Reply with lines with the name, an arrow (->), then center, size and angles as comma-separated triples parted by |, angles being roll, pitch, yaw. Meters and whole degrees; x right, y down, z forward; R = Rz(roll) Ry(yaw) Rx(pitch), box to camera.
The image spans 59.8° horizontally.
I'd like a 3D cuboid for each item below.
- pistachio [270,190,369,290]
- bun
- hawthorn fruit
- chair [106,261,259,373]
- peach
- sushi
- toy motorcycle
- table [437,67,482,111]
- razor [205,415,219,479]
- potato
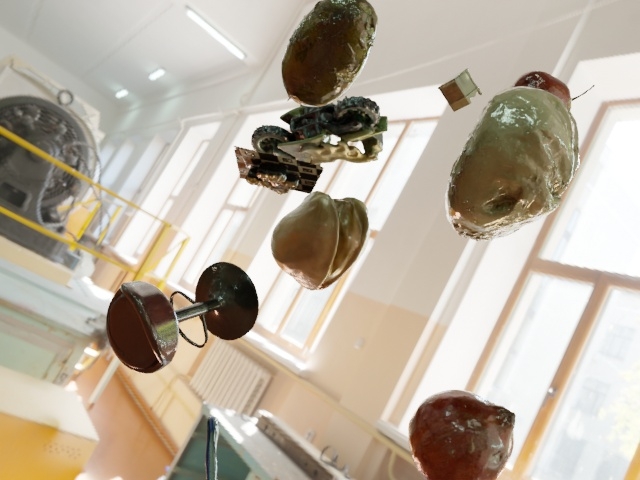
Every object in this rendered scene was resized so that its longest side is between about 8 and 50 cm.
pistachio -> 0.000, 0.000, 1.429 | 0.229, 0.238, 0.321 | 1, -27, -29
bun -> 0.415, -0.156, 1.210 | 0.234, 0.326, 0.362 | 23, -49, 11
hawthorn fruit -> 0.566, -0.340, 1.392 | 0.203, 0.163, 0.162 | 1, -5, -10
chair -> -0.353, 0.185, 1.373 | 0.226, 0.226, 0.401 | 25, 16, 24
peach -> 0.339, 0.460, 1.297 | 0.232, 0.232, 0.256 | 31, -54, -26
sushi -> -0.099, -0.132, 1.225 | 0.192, 0.040, 0.210 | 12, -13, -4
toy motorcycle -> 0.007, -0.295, 1.598 | 0.410, 0.169, 0.237 | -11, -24, 33
table -> 0.385, -0.413, 1.533 | 0.083, 0.062, 0.079 | 55, -22, -10
razor -> -0.271, 0.565, 1.340 | 0.056, 0.324, 0.093 | -14, -52, 13
potato -> 0.010, -0.348, 1.042 | 0.149, 0.113, 0.251 | 43, -54, -5
